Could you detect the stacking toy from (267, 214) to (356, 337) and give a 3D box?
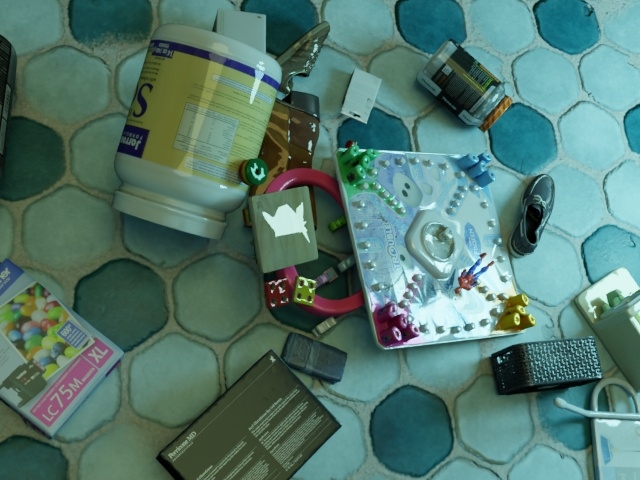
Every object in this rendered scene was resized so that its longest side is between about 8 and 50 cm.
[{"bbox_3d":[0.025,0.061,1.660,0.221,0.052,0.167,-33,84,-24],"label":"stacking toy"}]

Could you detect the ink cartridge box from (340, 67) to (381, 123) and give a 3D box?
[{"bbox_3d":[0.081,-0.297,1.809,0.063,0.029,0.115,22,68,-8],"label":"ink cartridge box"}]

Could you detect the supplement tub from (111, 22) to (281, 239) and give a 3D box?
[{"bbox_3d":[-0.223,-0.187,1.529,0.241,0.241,0.331,17,91,-10],"label":"supplement tub"}]

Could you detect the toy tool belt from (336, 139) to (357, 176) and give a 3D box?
[{"bbox_3d":[0.065,-0.156,1.751,0.051,0.052,0.083,30,66,-39],"label":"toy tool belt"}]

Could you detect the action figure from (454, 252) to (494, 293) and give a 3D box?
[{"bbox_3d":[0.286,0.066,1.636,0.038,0.030,0.115,52,51,-1],"label":"action figure"}]

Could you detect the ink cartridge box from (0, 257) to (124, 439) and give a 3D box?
[{"bbox_3d":[-0.513,0.167,1.466,0.311,0.065,0.186,38,66,1],"label":"ink cartridge box"}]

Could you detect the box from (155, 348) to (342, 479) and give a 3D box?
[{"bbox_3d":[-0.124,0.345,1.493,0.261,0.103,0.184,-41,90,-23],"label":"box"}]

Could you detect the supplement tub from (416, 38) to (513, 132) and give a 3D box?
[{"bbox_3d":[0.307,-0.324,1.835,0.190,0.117,0.117,42,66,1],"label":"supplement tub"}]

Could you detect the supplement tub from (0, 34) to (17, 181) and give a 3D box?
[{"bbox_3d":[-0.634,-0.202,1.482,0.193,0.193,0.316,6,71,-14],"label":"supplement tub"}]

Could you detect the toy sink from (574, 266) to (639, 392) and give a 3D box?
[{"bbox_3d":[0.664,0.165,1.764,0.153,0.131,0.234,-29,81,-23],"label":"toy sink"}]

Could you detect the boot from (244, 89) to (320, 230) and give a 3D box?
[{"bbox_3d":[-0.130,-0.158,1.689,0.264,0.096,0.280,8,77,-21],"label":"boot"}]

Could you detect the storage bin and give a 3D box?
[{"bbox_3d":[0.437,0.244,1.677,0.180,0.122,0.084,-4,73,-17],"label":"storage bin"}]

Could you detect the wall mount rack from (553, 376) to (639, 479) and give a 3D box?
[{"bbox_3d":[0.560,0.423,1.648,0.304,0.130,0.350,5,70,-14],"label":"wall mount rack"}]

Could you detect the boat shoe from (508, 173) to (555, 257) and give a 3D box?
[{"bbox_3d":[0.456,-0.059,1.816,0.075,0.065,0.206,28,67,-5],"label":"boat shoe"}]

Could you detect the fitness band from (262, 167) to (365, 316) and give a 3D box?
[{"bbox_3d":[0.000,0.000,1.618,0.209,0.054,0.291,-19,80,-22],"label":"fitness band"}]

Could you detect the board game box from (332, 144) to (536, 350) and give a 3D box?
[{"bbox_3d":[0.230,0.002,1.676,0.390,0.050,0.390,-1,72,-35],"label":"board game box"}]

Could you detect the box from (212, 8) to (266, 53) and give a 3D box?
[{"bbox_3d":[-0.165,-0.395,1.739,0.102,0.087,0.101,5,71,-15],"label":"box"}]

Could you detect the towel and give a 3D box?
[{"bbox_3d":[-0.012,0.218,1.608,0.119,0.029,0.067,22,68,-7],"label":"towel"}]

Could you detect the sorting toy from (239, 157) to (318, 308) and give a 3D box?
[{"bbox_3d":[-0.073,-0.011,1.519,0.132,0.046,0.274,-15,99,-42],"label":"sorting toy"}]

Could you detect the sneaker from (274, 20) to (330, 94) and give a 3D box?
[{"bbox_3d":[-0.038,-0.376,1.793,0.188,0.066,0.071,-44,104,-19],"label":"sneaker"}]
